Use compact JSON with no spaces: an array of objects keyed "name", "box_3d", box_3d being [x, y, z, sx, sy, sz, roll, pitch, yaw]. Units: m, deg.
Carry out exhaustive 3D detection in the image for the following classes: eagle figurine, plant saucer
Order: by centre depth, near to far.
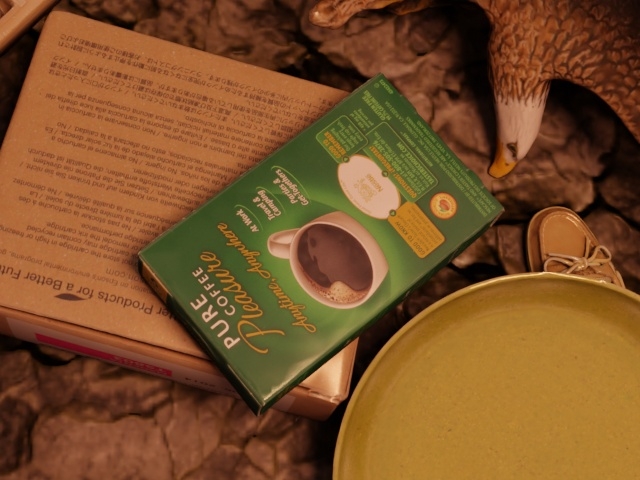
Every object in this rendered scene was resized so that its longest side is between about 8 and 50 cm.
[{"name":"plant saucer","box_3d":[0.126,0.137,0.788,0.241,0.037,0.241,0,94,-4]},{"name":"eagle figurine","box_3d":[0.168,-0.126,0.841,0.298,0.225,0.226,19,60,11]}]

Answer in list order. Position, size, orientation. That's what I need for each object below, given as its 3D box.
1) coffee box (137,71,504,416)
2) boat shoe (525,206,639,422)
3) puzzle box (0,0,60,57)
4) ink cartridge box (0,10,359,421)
[{"name":"coffee box","box_3d":[0.000,0.000,0.760,0.184,0.040,0.113,-39,82,-17]},{"name":"boat shoe","box_3d":[0.174,0.046,0.851,0.056,0.048,0.153,-11,74,-9]},{"name":"puzzle box","box_3d":[-0.219,-0.293,0.844,0.272,0.052,0.409,42,61,-8]},{"name":"ink cartridge box","box_3d":[-0.080,-0.013,0.822,0.235,0.088,0.193,16,72,-2]}]
